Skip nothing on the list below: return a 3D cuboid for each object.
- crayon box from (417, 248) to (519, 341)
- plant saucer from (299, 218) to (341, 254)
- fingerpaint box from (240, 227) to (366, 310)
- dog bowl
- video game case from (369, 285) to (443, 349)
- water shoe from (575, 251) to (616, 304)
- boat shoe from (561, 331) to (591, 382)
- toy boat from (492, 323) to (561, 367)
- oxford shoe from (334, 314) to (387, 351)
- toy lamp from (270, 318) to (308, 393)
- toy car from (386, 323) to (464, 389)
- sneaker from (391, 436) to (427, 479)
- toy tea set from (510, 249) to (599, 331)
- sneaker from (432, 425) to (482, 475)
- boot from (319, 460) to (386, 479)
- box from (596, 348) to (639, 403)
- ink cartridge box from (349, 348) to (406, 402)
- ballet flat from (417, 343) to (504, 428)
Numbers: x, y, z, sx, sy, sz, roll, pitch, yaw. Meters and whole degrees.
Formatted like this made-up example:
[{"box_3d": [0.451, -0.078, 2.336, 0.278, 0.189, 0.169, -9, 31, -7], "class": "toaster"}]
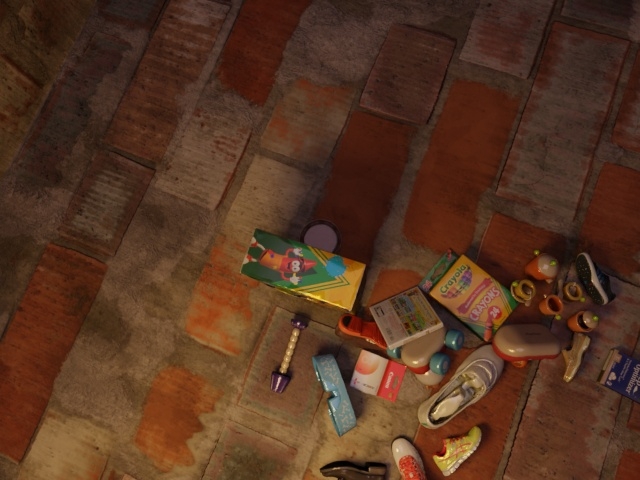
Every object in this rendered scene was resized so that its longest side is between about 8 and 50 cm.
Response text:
[{"box_3d": [0.551, 0.199, 1.783, 0.319, 0.081, 0.202, 40, 85, 12], "class": "crayon box"}, {"box_3d": [0.000, 0.000, 1.901, 0.169, 0.029, 0.168, -1, 77, 5], "class": "plant saucer"}, {"box_3d": [-0.035, 0.129, 1.666, 0.371, 0.445, 0.163, 18, 82, 8], "class": "fingerpaint box"}, {"box_3d": [0.051, 0.550, 1.722, 0.074, 0.166, 0.297, -17, 77, -11], "class": "dog bowl"}, {"box_3d": [0.308, 0.279, 1.741, 0.207, 0.227, 0.026, -24, 122, 0], "class": "video game case"}, {"box_3d": [1.020, 0.137, 1.768, 0.080, 0.073, 0.203, -14, 81, -20], "class": "water shoe"}, {"box_3d": [0.907, 0.418, 1.719, 0.072, 0.068, 0.190, 26, 72, 22], "class": "boat shoe"}, {"box_3d": [0.727, 0.392, 1.705, 0.231, 0.151, 0.151, 1, 120, -13], "class": "toy boat"}, {"box_3d": [0.185, 0.365, 1.791, 0.272, 0.098, 0.096, 24, 44, -3], "class": "oxford shoe"}, {"box_3d": [-0.121, 0.438, 1.800, 0.080, 0.080, 0.274, 19, 79, 9], "class": "toy lamp"}, {"box_3d": [0.398, 0.428, 1.716, 0.219, 0.237, 0.210, 10, 46, 43], "class": "toy car"}, {"box_3d": [0.327, 0.822, 1.641, 0.090, 0.145, 0.270, -21, 77, 1], "class": "sneaker"}, {"box_3d": [0.863, 0.186, 1.703, 0.336, 0.124, 0.200, 32, 66, -1], "class": "toy tea set"}, {"box_3d": [0.482, 0.726, 1.681, 0.208, 0.081, 0.094, -45, 76, -4], "class": "sneaker"}, {"box_3d": [0.125, 0.907, 1.671, 0.263, 0.091, 0.228, 1, 78, 3], "class": "boot"}, {"box_3d": [1.124, 0.501, 1.691, 0.225, 0.036, 0.136, 28, 82, 9], "class": "box"}, {"box_3d": [0.213, 0.505, 1.770, 0.179, 0.045, 0.145, 19, 81, 11], "class": "ink cartridge box"}, {"box_3d": [0.516, 0.530, 1.693, 0.400, 0.139, 0.139, -40, 78, -4], "class": "ballet flat"}]
